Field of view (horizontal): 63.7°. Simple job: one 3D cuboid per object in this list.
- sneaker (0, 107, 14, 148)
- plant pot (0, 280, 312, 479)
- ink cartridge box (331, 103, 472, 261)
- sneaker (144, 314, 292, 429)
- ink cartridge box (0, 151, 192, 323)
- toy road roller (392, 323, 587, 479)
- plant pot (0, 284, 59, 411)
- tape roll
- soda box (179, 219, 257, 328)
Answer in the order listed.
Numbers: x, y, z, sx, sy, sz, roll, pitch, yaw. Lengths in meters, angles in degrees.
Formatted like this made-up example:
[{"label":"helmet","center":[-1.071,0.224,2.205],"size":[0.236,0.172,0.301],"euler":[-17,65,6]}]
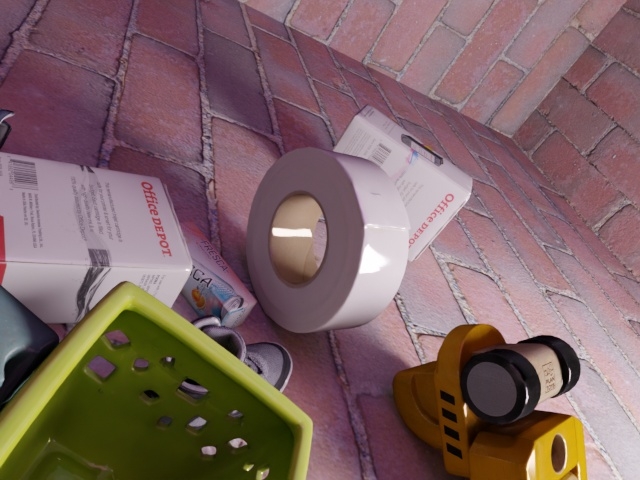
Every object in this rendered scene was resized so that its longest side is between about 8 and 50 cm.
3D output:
[{"label":"sneaker","center":[-0.546,-0.208,0.759],"size":[0.153,0.099,0.282],"euler":[17,29,-40]},{"label":"plant pot","center":[-0.166,0.210,0.409],"size":[0.227,0.207,0.228],"euler":[41,30,-14]},{"label":"ink cartridge box","center":[0.161,-0.133,1.200],"size":[0.306,0.226,0.131],"euler":[35,32,-2]},{"label":"sneaker","center":[-0.107,0.157,0.618],"size":[0.101,0.153,0.269],"euler":[48,34,21]},{"label":"ink cartridge box","center":[-0.330,-0.002,0.661],"size":[0.273,0.114,0.197],"euler":[6,41,-38]},{"label":"toy road roller","center":[0.249,0.292,0.780],"size":[0.203,0.241,0.329],"euler":[0,83,-44]},{"label":"plant pot","center":[-0.396,0.069,0.331],"size":[0.334,0.341,0.341],"euler":[40,30,-8]},{"label":"tape roll","center":[0.000,0.000,0.808],"size":[0.100,0.286,0.286],"euler":[4,42,-41]},{"label":"soda box","center":[-0.181,0.052,0.784],"size":[0.183,0.058,0.063],"euler":[47,33,20]}]
